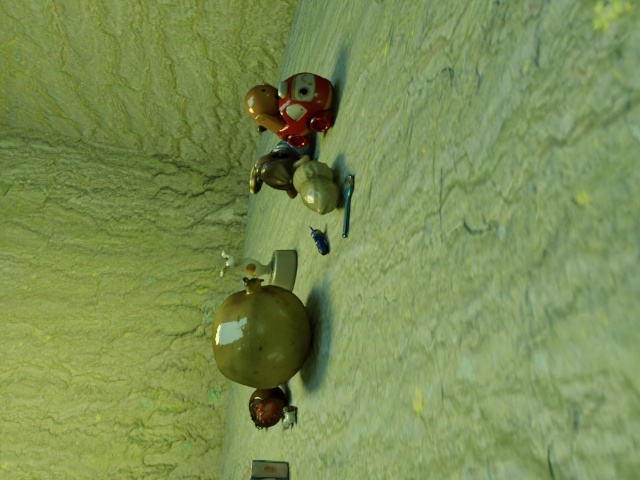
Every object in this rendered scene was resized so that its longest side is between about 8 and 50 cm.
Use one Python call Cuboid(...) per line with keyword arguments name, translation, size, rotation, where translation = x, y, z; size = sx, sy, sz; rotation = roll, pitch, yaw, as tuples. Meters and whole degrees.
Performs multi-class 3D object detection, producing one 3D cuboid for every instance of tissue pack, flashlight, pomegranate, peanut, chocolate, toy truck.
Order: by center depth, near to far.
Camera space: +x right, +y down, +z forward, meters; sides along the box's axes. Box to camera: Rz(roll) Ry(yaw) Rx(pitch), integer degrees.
Cuboid(name="peanut", translation=(-0.008, -0.154, 1.235), size=(0.256, 0.123, 0.123), rotation=(-119, 40, -63))
Cuboid(name="pomegranate", translation=(-0.170, 0.257, 1.266), size=(0.319, 0.319, 0.319), rotation=(-171, 90, -75))
Cuboid(name="flashlight", translation=(0.000, 0.000, 1.267), size=(0.035, 0.057, 0.121), rotation=(-38, 34, 9))
Cuboid(name="tissue pack", translation=(-0.168, 0.719, 1.321), size=(0.065, 0.115, 0.155), rotation=(-98, 23, -49))
Cuboid(name="toy truck", translation=(-0.101, -0.443, 1.422), size=(0.265, 0.239, 0.189), rotation=(-27, 51, 41))
Cuboid(name="chocolate", translation=(-0.166, 0.529, 1.427), size=(0.133, 0.124, 0.127), rotation=(-39, 49, 26))

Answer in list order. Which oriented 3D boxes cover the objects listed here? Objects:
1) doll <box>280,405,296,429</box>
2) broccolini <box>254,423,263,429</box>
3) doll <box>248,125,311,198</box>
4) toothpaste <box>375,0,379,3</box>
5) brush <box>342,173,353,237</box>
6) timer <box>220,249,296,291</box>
Cuboid(name="doll", translation=(-0.096, 0.531, 1.317), size=(0.085, 0.040, 0.058), rotation=(119, 145, -51))
Cuboid(name="broccolini", translation=(-0.250, 0.659, 1.765), size=(0.123, 0.062, 0.271), rotation=(-65, 22, 2))
Cuboid(name="doll", translation=(-0.142, -0.339, 1.650), size=(0.318, 0.209, 0.339), rotation=(132, 148, -52))
Cuboid(name="toothpaste", translation=(0.140, -0.689, 1.144), size=(0.062, 0.037, 0.216), rotation=(116, 153, -44))
Cuboid(name="brush", translation=(0.066, -0.085, 1.108), size=(0.051, 0.014, 0.164), rotation=(143, 133, -71))
Cuboid(name="timer", translation=(-0.236, 0.102, 1.634), size=(0.175, 0.266, 0.175), rotation=(-171, 90, -75))
